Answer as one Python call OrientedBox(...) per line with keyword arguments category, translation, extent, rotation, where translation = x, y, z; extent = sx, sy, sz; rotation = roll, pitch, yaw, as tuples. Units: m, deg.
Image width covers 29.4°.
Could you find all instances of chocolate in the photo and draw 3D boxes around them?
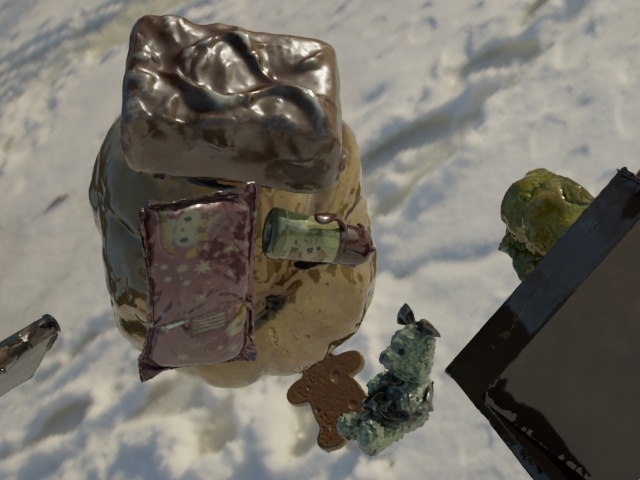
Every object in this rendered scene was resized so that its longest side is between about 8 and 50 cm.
OrientedBox(category="chocolate", translation=(-0.074, -0.128, 1.121), extent=(0.093, 0.214, 0.148), rotation=(105, 167, -57))

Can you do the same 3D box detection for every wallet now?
OrientedBox(category="wallet", translation=(-0.425, 0.192, 1.297), extent=(0.317, 0.044, 0.169), rotation=(-36, -7, -35))

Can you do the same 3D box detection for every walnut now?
OrientedBox(category="walnut", translation=(-0.100, -0.016, 1.412), extent=(0.381, 0.381, 0.381), rotation=(-34, 28, 21))

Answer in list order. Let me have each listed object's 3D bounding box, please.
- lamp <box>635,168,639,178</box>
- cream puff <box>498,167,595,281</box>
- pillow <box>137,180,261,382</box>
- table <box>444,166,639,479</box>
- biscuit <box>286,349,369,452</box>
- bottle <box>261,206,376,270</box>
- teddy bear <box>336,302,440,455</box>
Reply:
OrientedBox(category="lamp", translation=(0.424, -0.011, 1.386), extent=(0.180, 0.180, 0.258), rotation=(-48, -14, -5))
OrientedBox(category="cream puff", translation=(0.410, 0.015, 2.038), extent=(0.185, 0.282, 0.282), rotation=(-50, 26, -1))
OrientedBox(category="pillow", translation=(-0.103, 0.036, 1.026), extent=(0.118, 0.185, 0.043), rotation=(-13, 34, -29))
OrientedBox(category="table", translation=(0.287, 0.119, 0.996), extent=(0.251, 0.196, 0.282), rotation=(-49, 20, 3))
OrientedBox(category="biscuit", translation=(0.015, 0.227, 1.914), extent=(0.138, 0.031, 0.205), rotation=(-34, 57, -3))
OrientedBox(category="bottle", translation=(0.001, 0.000, 1.105), extent=(0.063, 0.101, 0.047), rotation=(136, 141, -65))
OrientedBox(category="teddy bear", translation=(0.119, 0.207, 1.697), extent=(0.213, 0.111, 0.133), rotation=(-62, 24, 1))
